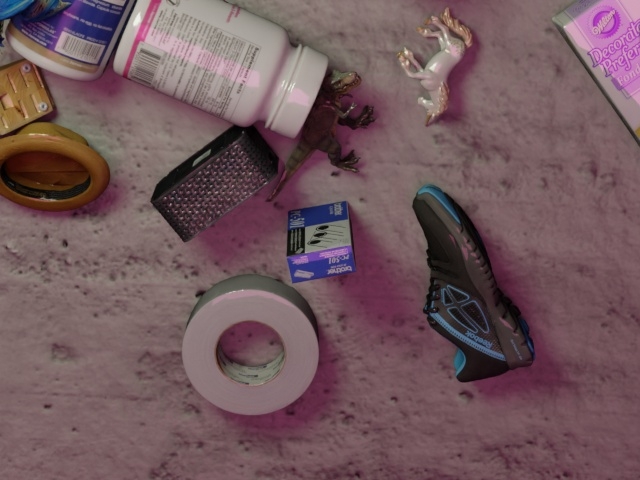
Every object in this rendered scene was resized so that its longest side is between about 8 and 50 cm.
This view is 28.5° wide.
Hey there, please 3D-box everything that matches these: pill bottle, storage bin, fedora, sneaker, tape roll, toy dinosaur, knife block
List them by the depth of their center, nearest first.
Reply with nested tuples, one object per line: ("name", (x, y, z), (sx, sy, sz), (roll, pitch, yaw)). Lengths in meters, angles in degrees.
("pill bottle", (-0.330, -0.373, 1.795), (0.153, 0.153, 0.265), (26, 107, -9))
("pill bottle", (-0.142, -0.262, 1.831), (0.283, 0.160, 0.160), (23, 108, -9))
("fedora", (-0.412, -0.123, 1.905), (0.194, 0.079, 0.194), (0, 144, 0))
("knife block", (-0.576, -0.185, 1.909), (0.275, 0.242, 0.088), (-34, 115, -36))
("storage bin", (-0.159, -0.093, 1.910), (0.180, 0.122, 0.084), (-36, 106, 11))
("toy dinosaur", (0.015, -0.158, 1.910), (0.118, 0.064, 0.268), (6, 131, -30))
("sneaker", (0.212, 0.076, 1.972), (0.139, 0.125, 0.341), (-24, 106, 13))
("tape roll", (-0.111, 0.168, 2.030), (0.219, 0.072, 0.219), (0, 109, -1))

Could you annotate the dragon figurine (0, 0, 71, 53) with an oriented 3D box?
("dragon figurine", (-0.395, -0.339, 1.695), (0.289, 0.085, 0.144), (-10, 89, 28))

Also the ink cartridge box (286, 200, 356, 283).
("ink cartridge box", (0.000, 0.000, 1.899), (0.097, 0.207, 0.046), (-10, 109, 3))

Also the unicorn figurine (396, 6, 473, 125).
("unicorn figurine", (0.169, -0.258, 1.886), (0.111, 0.060, 0.162), (37, 105, -12))

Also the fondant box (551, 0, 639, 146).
("fondant box", (0.536, -0.264, 1.869), (0.238, 0.096, 0.330), (-36, 105, 12))
